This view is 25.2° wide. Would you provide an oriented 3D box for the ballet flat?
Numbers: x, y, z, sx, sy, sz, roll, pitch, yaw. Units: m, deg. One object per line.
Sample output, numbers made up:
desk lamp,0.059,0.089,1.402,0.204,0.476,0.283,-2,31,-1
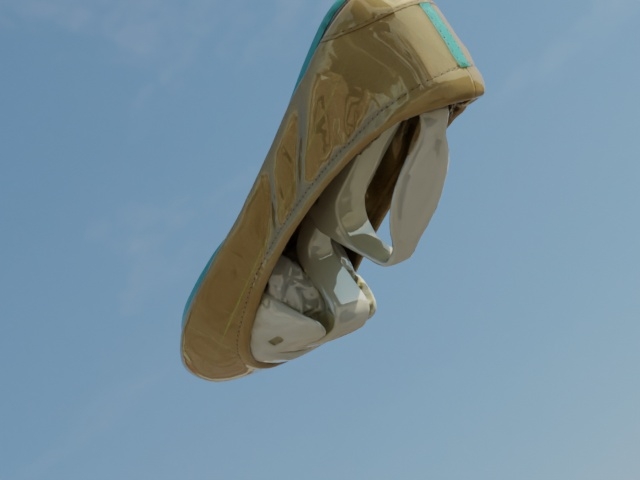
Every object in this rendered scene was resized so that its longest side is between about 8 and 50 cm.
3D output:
ballet flat,0.000,0.000,0.608,0.080,0.073,0.232,-20,-33,-40
